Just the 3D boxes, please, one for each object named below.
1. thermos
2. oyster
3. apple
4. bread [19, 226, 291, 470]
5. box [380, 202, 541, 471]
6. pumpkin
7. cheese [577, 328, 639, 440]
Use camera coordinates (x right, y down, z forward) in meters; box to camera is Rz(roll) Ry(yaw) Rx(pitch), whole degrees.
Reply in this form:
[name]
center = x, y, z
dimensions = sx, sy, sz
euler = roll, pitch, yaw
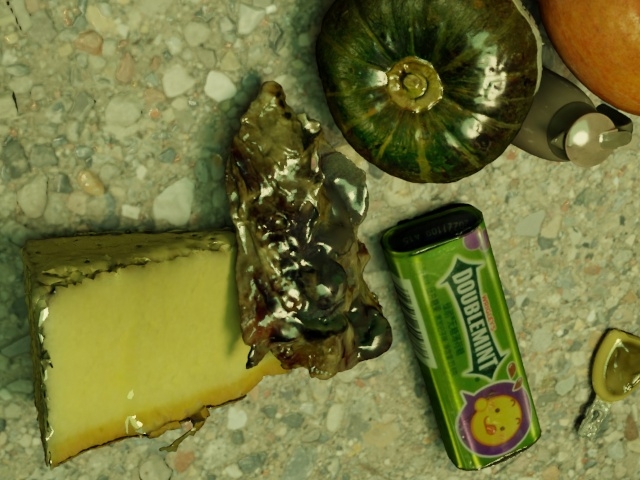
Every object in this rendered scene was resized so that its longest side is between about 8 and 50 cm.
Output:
[thermos]
center = 0.299, -0.146, 1.583
dimensions = 0.137, 0.193, 0.105
euler = -3, 110, -18
[oyster]
center = 0.000, -0.012, 1.561
dimensions = 0.221, 0.096, 0.361
euler = -11, 99, -49
[apple]
center = 0.385, -0.306, 1.506
dimensions = 0.275, 0.299, 0.299
euler = 34, 97, -11
[bread]
center = -0.183, 0.119, 1.488
dimensions = 0.315, 0.279, 0.249
euler = -5, 105, -5
[box]
center = 0.187, 0.128, 1.702
dimensions = 0.134, 0.097, 0.346
euler = -22, 115, -9
[pumpkin]
center = 0.125, -0.192, 1.519
dimensions = 0.260, 0.189, 0.260
euler = 3, 103, 13
[cheese]
center = 0.404, 0.205, 1.840
dimensions = 0.086, 0.036, 0.163
euler = 21, 102, -23
